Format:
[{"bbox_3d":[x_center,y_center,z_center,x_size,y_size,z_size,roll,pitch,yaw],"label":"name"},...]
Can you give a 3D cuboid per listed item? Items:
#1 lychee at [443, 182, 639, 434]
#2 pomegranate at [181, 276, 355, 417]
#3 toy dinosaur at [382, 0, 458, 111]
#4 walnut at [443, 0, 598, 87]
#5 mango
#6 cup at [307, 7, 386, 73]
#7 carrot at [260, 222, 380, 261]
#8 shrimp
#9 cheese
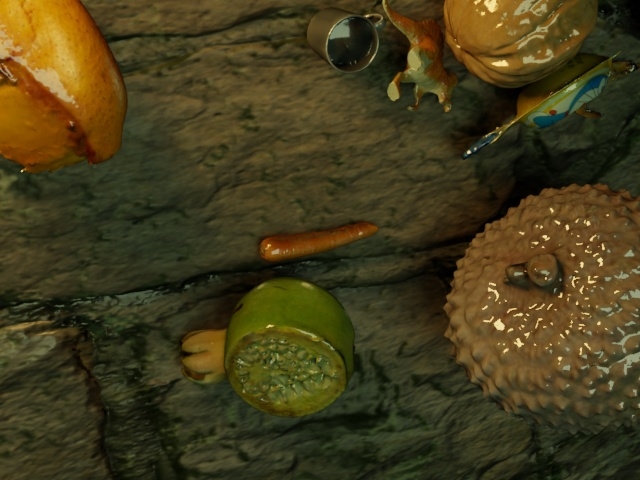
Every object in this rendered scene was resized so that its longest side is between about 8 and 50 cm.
[{"bbox_3d":[0.379,0.105,1.724,0.380,0.380,0.432,-52,145,4],"label":"lychee"},{"bbox_3d":[-0.063,0.149,1.660,0.240,0.159,0.190,-35,118,26],"label":"pomegranate"},{"bbox_3d":[0.147,-0.258,1.594,0.142,0.057,0.212,-43,138,-42],"label":"toy dinosaur"},{"bbox_3d":[0.276,-0.311,1.589,0.213,0.213,0.213,-10,116,-21],"label":"walnut"},{"bbox_3d":[-0.371,-0.226,1.330,0.350,0.201,0.199,53,48,-25],"label":"mango"},{"bbox_3d":[0.037,-0.274,1.552,0.100,0.077,0.078,-29,122,-11],"label":"cup"},{"bbox_3d":[0.000,0.000,1.687,0.190,0.037,0.037,-11,117,-25],"label":"carrot"},{"bbox_3d":[0.439,-0.237,1.793,0.127,0.025,0.091,-21,120,-11],"label":"shrimp"},{"bbox_3d":[0.317,-0.196,1.692,0.270,0.177,0.069,-33,89,9],"label":"cheese"}]
